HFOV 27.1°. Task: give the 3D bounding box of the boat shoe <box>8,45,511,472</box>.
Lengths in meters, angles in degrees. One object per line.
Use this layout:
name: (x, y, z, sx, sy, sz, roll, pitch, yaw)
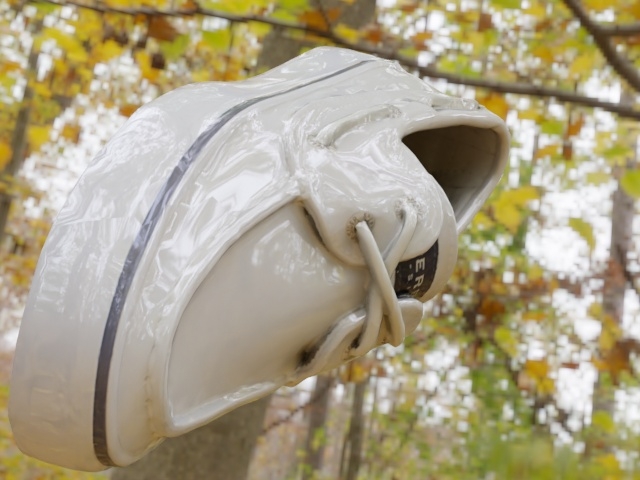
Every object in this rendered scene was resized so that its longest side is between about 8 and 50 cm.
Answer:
boat shoe: (0.000, 0.000, 0.433, 0.088, 0.096, 0.267, 15, 20, 17)
